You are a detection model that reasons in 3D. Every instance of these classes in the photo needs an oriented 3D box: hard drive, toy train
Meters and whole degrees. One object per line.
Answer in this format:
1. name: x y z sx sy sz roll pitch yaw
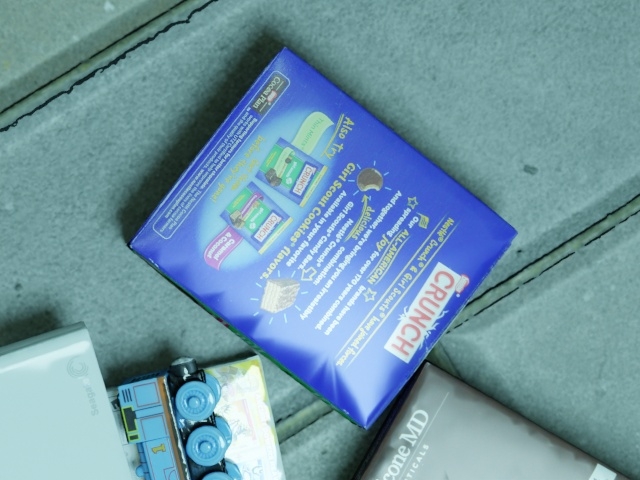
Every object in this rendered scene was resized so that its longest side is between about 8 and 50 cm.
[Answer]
1. hard drive: -0.358 0.225 1.749 0.307 0.040 0.203 -18 107 -12
2. toy train: -0.146 0.215 1.792 0.105 0.080 0.184 -13 94 4

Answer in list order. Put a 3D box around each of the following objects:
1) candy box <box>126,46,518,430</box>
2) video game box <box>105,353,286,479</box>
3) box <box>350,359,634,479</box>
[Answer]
1. candy box: 0.000 0.000 1.823 0.317 0.122 0.268 39 86 -4
2. video game box: -0.135 0.240 1.852 0.187 0.048 0.205 -12 92 -3
3. box: 0.227 0.298 1.822 0.381 0.143 0.191 29 87 3
